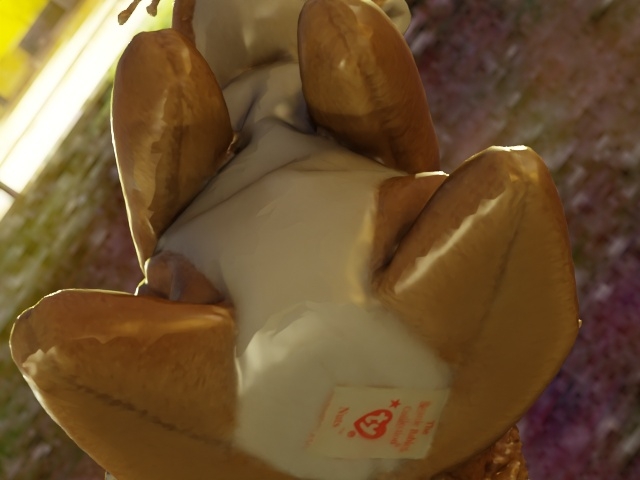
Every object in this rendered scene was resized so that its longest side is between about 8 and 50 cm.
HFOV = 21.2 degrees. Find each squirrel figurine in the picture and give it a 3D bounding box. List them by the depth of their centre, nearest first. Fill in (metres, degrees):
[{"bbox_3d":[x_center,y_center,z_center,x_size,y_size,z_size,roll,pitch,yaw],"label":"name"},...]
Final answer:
[{"bbox_3d":[0.000,0.000,1.063,0.281,0.397,0.370,-25,42,6],"label":"squirrel figurine"}]

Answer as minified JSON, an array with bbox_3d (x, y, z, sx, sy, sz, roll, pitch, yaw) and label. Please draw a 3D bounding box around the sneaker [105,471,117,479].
[{"bbox_3d":[-0.151,0.256,1.519,0.153,0.094,0.235,113,162,-64],"label":"sneaker"}]
